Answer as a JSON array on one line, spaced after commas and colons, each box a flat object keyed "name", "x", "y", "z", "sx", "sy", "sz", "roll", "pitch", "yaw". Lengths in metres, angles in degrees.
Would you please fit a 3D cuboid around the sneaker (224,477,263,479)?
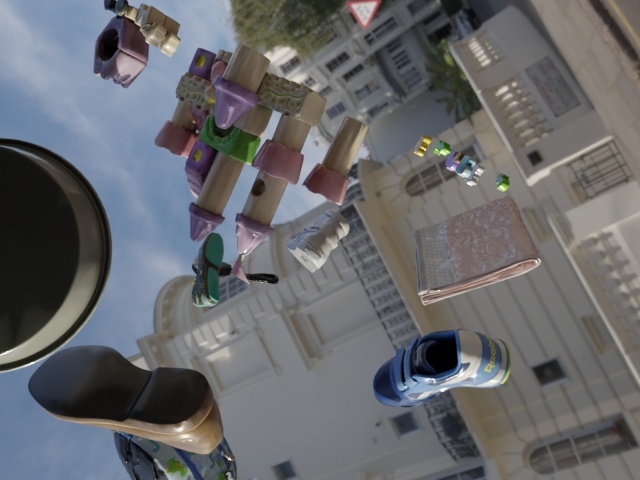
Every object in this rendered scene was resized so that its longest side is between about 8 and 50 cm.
[{"name": "sneaker", "x": -0.150, "y": 0.477, "z": 0.820, "sx": 0.094, "sy": 0.235, "sz": 0.153, "roll": 44, "pitch": -130, "yaw": -7}]

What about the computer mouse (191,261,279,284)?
[{"name": "computer mouse", "x": -0.222, "y": 0.090, "z": 1.319, "sx": 0.071, "sy": 0.241, "sz": 0.041, "roll": -22, "pitch": -59, "yaw": -68}]

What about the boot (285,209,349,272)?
[{"name": "boot", "x": 0.000, "y": 0.000, "z": 1.161, "sx": 0.095, "sy": 0.123, "sz": 0.258, "roll": 46, "pitch": 171, "yaw": -8}]

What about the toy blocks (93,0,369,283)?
[{"name": "toy blocks", "x": -0.150, "y": -0.122, "z": 0.718, "sx": 0.288, "sy": 0.260, "sz": 0.308, "roll": 31, "pitch": -171, "yaw": 34}]

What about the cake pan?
[{"name": "cake pan", "x": -0.405, "y": 0.013, "z": 0.611, "sx": 0.293, "sy": 0.293, "sz": 0.054, "roll": 62, "pitch": 174, "yaw": 4}]

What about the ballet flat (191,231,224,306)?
[{"name": "ballet flat", "x": -0.255, "y": 0.063, "z": 1.132, "sx": 0.070, "sy": 0.070, "sz": 0.189, "roll": 42, "pitch": -148, "yaw": -39}]

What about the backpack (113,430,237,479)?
[{"name": "backpack", "x": -0.351, "y": 0.528, "z": 1.252, "sx": 0.273, "sy": 0.290, "sz": 0.356, "roll": -51, "pitch": -45, "yaw": -23}]

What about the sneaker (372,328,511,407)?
[{"name": "sneaker", "x": 0.093, "y": 0.111, "z": 0.457, "sx": 0.059, "sy": 0.144, "sz": 0.053, "roll": 24, "pitch": -130, "yaw": -32}]

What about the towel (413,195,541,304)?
[{"name": "towel", "x": 0.413, "y": 0.015, "z": 1.427, "sx": 0.053, "sy": 0.316, "sz": 0.332, "roll": 59, "pitch": -158, "yaw": -26}]

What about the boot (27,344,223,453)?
[{"name": "boot", "x": -0.269, "y": 0.225, "z": 0.702, "sx": 0.112, "sy": 0.305, "sz": 0.115, "roll": -61, "pitch": -33, "yaw": -41}]

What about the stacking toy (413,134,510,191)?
[{"name": "stacking toy", "x": 0.305, "y": -0.167, "z": 1.135, "sx": 0.166, "sy": 0.052, "sz": 0.221, "roll": 26, "pitch": -167, "yaw": -10}]
